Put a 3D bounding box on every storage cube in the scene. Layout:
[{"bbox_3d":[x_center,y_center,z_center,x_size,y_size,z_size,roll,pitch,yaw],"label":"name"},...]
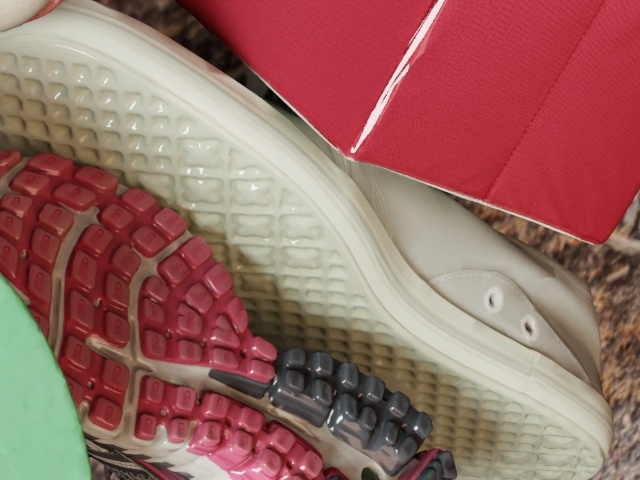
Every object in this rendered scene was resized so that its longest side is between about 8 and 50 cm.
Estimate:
[{"bbox_3d":[0.076,-0.140,0.725,0.183,0.215,0.193,16,109,-41],"label":"storage cube"}]

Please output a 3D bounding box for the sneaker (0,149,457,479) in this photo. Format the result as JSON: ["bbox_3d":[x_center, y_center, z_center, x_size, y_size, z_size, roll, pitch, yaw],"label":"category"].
[{"bbox_3d":[-0.077,0.079,0.696,0.299,0.112,0.121,40,45,-19],"label":"sneaker"}]

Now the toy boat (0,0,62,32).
[{"bbox_3d":[-0.160,-0.202,0.586,0.151,0.151,0.231,-57,141,-41],"label":"toy boat"}]

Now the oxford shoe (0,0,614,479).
[{"bbox_3d":[0.000,0.000,0.803,0.449,0.169,0.130,33,50,-34],"label":"oxford shoe"}]

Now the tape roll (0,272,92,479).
[{"bbox_3d":[-0.226,0.121,0.489,0.321,0.077,0.321,-9,104,-41],"label":"tape roll"}]
